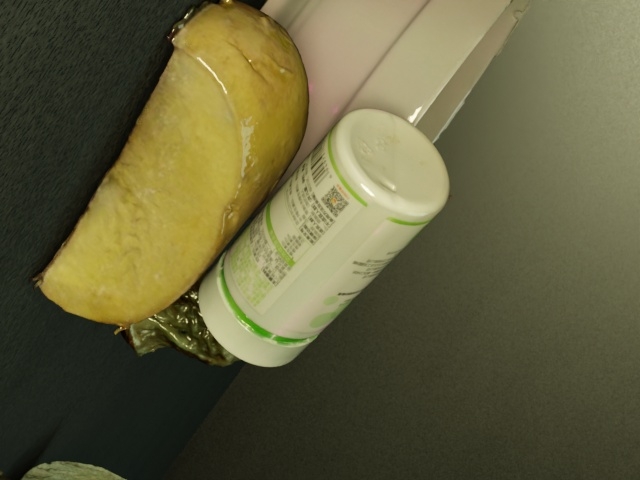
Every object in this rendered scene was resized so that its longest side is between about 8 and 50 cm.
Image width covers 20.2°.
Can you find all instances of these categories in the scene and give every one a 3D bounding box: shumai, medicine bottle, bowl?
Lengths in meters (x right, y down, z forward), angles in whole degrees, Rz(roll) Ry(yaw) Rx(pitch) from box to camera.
[{"bbox_3d":[-0.127,0.066,1.540,0.087,0.124,0.099,-30,141,-17],"label":"shumai"},{"bbox_3d":[0.000,0.000,1.166,0.183,0.086,0.086,-46,-179,41],"label":"medicine bottle"},{"bbox_3d":[0.025,-0.122,1.320,0.287,0.144,0.287,-52,175,-6],"label":"bowl"}]

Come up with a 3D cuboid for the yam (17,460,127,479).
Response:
[{"bbox_3d":[-0.301,0.343,1.754,0.330,0.133,0.133,-50,177,25],"label":"yam"}]

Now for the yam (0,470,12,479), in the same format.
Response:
[{"bbox_3d":[-0.257,0.218,1.323,0.107,0.107,0.194,-52,176,-9],"label":"yam"}]

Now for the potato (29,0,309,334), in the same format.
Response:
[{"bbox_3d":[-0.078,-0.049,1.168,0.243,0.098,0.138,-55,177,35],"label":"potato"}]
